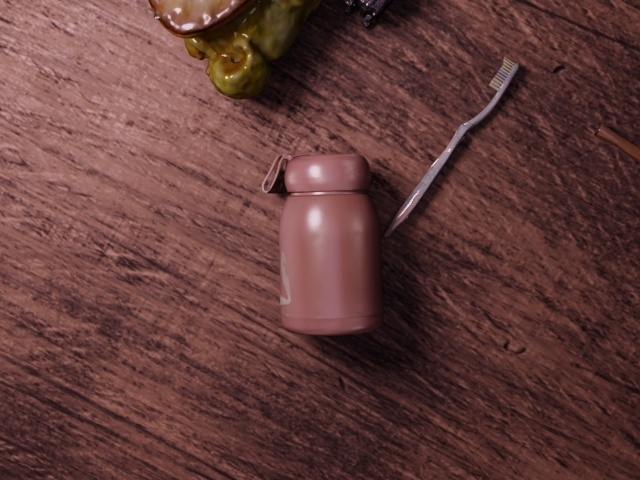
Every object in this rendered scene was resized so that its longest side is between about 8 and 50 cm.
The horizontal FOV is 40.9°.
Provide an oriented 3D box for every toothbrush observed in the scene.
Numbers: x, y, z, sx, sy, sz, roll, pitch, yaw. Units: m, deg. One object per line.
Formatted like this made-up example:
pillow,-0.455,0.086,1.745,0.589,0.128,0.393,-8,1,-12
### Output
toothbrush,0.223,-0.154,1.474,0.037,0.028,0.375,36,93,3

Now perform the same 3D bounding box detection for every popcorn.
popcorn,-0.131,-0.388,1.387,0.225,0.174,0.286,32,90,10

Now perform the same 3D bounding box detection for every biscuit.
biscuit,-0.130,-0.424,1.283,0.299,0.045,0.154,-45,74,1

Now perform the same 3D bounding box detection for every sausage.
sausage,0.526,-0.163,1.478,0.116,0.026,0.026,30,93,-3

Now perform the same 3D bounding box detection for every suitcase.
suitcase,0.099,-0.420,1.424,0.059,0.086,0.126,38,93,-5

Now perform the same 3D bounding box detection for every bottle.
bottle,0.000,0.000,1.419,0.207,0.173,0.296,1,95,33
